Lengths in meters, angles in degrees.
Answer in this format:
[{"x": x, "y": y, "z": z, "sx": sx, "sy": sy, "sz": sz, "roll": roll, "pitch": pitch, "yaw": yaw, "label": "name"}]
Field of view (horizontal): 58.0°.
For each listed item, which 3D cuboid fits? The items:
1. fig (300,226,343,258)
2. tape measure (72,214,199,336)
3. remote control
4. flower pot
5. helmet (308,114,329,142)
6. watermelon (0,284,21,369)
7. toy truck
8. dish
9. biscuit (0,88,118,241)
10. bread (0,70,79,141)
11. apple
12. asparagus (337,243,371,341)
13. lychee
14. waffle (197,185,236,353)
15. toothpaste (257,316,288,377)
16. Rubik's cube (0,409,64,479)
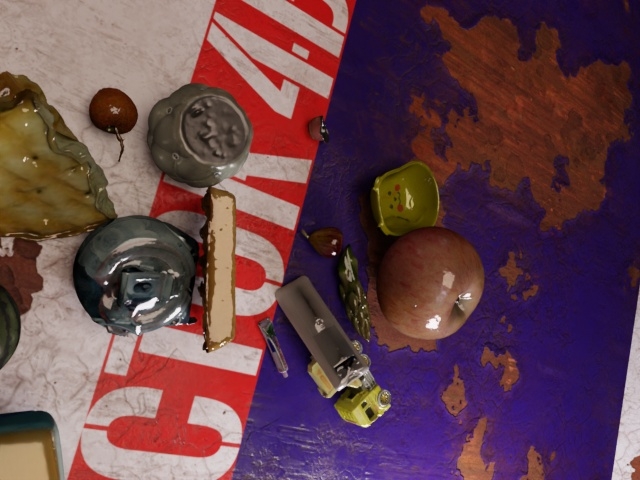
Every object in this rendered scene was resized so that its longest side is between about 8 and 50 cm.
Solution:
[{"x": 0.000, "y": 0.000, "z": 1.620, "sx": 0.125, "sy": 0.089, "sz": 0.089, "roll": 13, "pitch": 81, "yaw": -7, "label": "fig"}, {"x": -0.394, "y": 0.077, "z": 1.271, "sx": 0.275, "sy": 0.147, "sz": 0.256, "roll": 1, "pitch": 109, "yaw": -32, "label": "tape measure"}, {"x": 0.003, "y": 0.237, "z": 1.538, "sx": 0.109, "sy": 0.055, "sz": 0.313, "roll": -28, "pitch": 72, "yaw": -22, "label": "remote control"}, {"x": -0.284, "y": -0.244, "z": 1.358, "sx": 0.246, "sy": 0.195, "sz": 0.246, "roll": 0, "pitch": 90, "yaw": -33, "label": "flower pot"}, {"x": -0.009, "y": -0.310, "z": 1.629, "sx": 0.065, "sy": 0.049, "sz": 0.084, "roll": -81, "pitch": 160, "yaw": -47, "label": "helmet"}, {"x": -0.674, "y": 0.169, "z": 1.084, "sx": 0.212, "sy": 0.212, "sz": 0.212, "roll": 1, "pitch": 88, "yaw": -34, "label": "watermelon"}, {"x": 0.071, "y": 0.400, "z": 1.621, "sx": 0.157, "sy": 0.124, "sz": 0.272, "roll": -40, "pitch": 110, "yaw": -28, "label": "toy truck"}, {"x": 0.233, "y": -0.119, "z": 1.750, "sx": 0.262, "sy": 0.108, "sz": 0.221, "roll": -15, "pitch": 98, "yaw": -34, "label": "dish"}, {"x": -0.565, "y": -0.143, "z": 1.159, "sx": 0.329, "sy": 0.078, "sz": 0.335, "roll": 2, "pitch": 126, "yaw": -32, "label": "biscuit"}, {"x": -0.604, "y": -0.240, "z": 1.213, "sx": 0.128, "sy": 0.088, "sz": 0.232, "roll": -40, "pitch": 108, "yaw": -25, "label": "bread"}, {"x": 0.323, "y": 0.133, "z": 1.667, "sx": 0.345, "sy": 0.269, "sz": 0.345, "roll": -9, "pitch": 121, "yaw": -16, "label": "apple"}, {"x": 0.094, "y": 0.157, "z": 1.672, "sx": 0.080, "sy": 0.080, "sz": 0.287, "roll": -19, "pitch": 91, "yaw": -32, "label": "asparagus"}, {"x": -0.458, "y": -0.276, "z": 1.297, "sx": 0.101, "sy": 0.114, "sz": 0.140, "roll": -33, "pitch": 82, "yaw": -12, "label": "lychee"}, {"x": -0.237, "y": 0.058, "z": 1.319, "sx": 0.077, "sy": 0.304, "sz": 0.348, "roll": 1, "pitch": 91, "yaw": -14, "label": "waffle"}, {"x": -0.122, "y": 0.290, "z": 1.554, "sx": 0.045, "sy": 0.028, "sz": 0.170, "roll": -26, "pitch": 100, "yaw": -38, "label": "toothpaste"}, {"x": -0.635, "y": 0.494, "z": 0.992, "sx": 0.352, "sy": 0.351, "sz": 0.347, "roll": -2, "pitch": 80, "yaw": -33, "label": "Rubik's cube"}]
